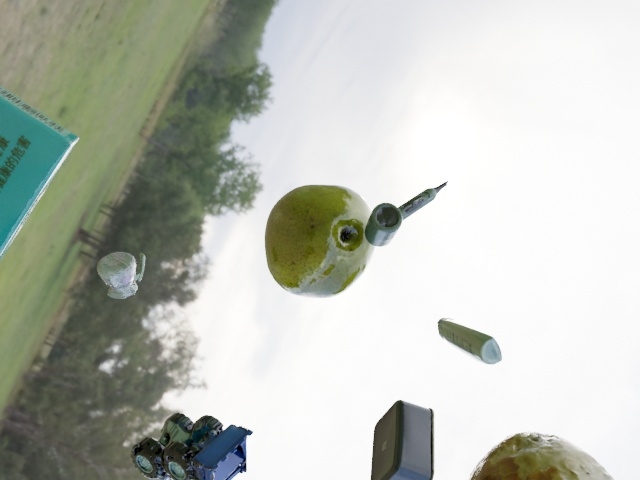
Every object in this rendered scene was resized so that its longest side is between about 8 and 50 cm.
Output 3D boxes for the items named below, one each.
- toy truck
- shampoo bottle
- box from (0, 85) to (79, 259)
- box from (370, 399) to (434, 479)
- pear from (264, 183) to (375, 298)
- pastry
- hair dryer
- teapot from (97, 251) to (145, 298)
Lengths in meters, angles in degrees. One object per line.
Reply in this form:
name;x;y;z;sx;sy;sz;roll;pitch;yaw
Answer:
toy truck;-0.212;0.379;1.326;0.208;0.126;0.113;-6;-161;37
shampoo bottle;0.308;0.208;1.624;0.049;0.072;0.212;-29;-165;-10
box;-0.365;-0.095;0.716;0.161;0.226;0.042;-52;-166;14
box;0.176;0.457;1.680;0.201;0.090;0.144;-79;-163;-48
pear;0.000;0.001;1.250;0.198;0.198;0.198;-55;-164;24
pastry;0.468;0.621;1.692;0.388;0.312;0.389;29;-56;54
hair dryer;0.131;-0.051;1.146;0.150;0.047;0.071;-35;168;-17
teapot;-0.329;0.056;1.299;0.064;0.083;0.064;32;-42;41
